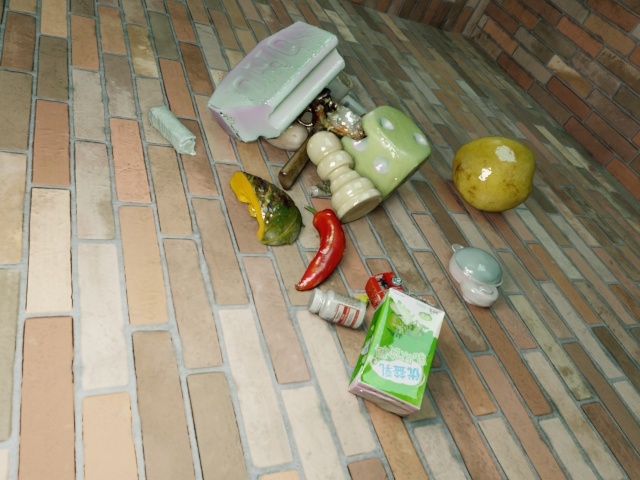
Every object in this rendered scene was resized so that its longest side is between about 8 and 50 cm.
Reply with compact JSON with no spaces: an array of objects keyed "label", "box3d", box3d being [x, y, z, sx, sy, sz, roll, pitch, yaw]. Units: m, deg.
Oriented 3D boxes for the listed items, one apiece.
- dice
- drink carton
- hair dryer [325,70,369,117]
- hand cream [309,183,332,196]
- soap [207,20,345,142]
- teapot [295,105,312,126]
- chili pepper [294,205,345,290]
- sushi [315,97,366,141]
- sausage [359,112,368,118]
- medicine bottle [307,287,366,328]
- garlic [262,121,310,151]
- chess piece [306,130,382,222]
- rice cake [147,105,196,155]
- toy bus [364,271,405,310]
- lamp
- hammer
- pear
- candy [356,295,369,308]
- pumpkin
[{"label":"dice","box3d":[0.212,-0.299,1.763,0.250,0.252,0.254,48,43,4]},{"label":"drink carton","box3d":[0.189,0.266,1.224,0.161,0.108,0.271,25,59,0]},{"label":"hair dryer","box3d":[0.136,-0.547,2.131,0.357,0.173,0.108,33,40,-24]},{"label":"hand cream","box3d":[0.023,-0.173,1.726,0.165,0.037,0.057,-13,54,-46]},{"label":"soap","box3d":[-0.158,-0.535,1.721,0.261,0.156,0.446,34,76,30]},{"label":"teapot","box3d":[-0.130,-0.484,1.899,0.252,0.135,0.178,20,6,-1]},{"label":"chili pepper","box3d":[0.006,0.004,1.479,0.137,0.092,0.368,7,38,-2]},{"label":"sushi","box3d":[0.054,-0.393,1.624,0.097,0.103,0.226,-16,39,-38]},{"label":"sausage","box3d":[0.225,-0.407,2.031,0.113,0.114,0.259,7,42,-24]},{"label":"medicine bottle","box3d":[0.042,0.174,1.314,0.140,0.079,0.079,20,40,-10]},{"label":"garlic","box3d":[-0.159,-0.390,1.809,0.266,0.148,0.129,13,77,-23]},{"label":"chess piece","box3d":[0.064,-0.221,1.638,0.167,0.167,0.300,-16,71,-40]},{"label":"rice cake","box3d":[-0.471,-0.351,1.603,0.069,0.063,0.206,-22,60,-41]},{"label":"toy bus","box3d":[0.201,0.183,1.401,0.089,0.081,0.195,-7,50,-23]},{"label":"lamp","box3d":[0.513,0.105,1.641,0.179,0.108,0.246,16,41,-8]},{"label":"hammer","box3d":[-0.043,-0.327,1.752,0.095,0.243,0.409,7,46,32]},{"label":"pear","box3d":[0.677,-0.259,1.985,0.314,0.314,0.314,16,41,-14]},{"label":"candy","box3d":[0.076,0.163,1.391,0.122,0.035,0.035,11,38,-7]},{"label":"pumpkin","box3d":[-0.141,-0.124,1.495,0.163,0.111,0.279,-13,54,-30]}]
